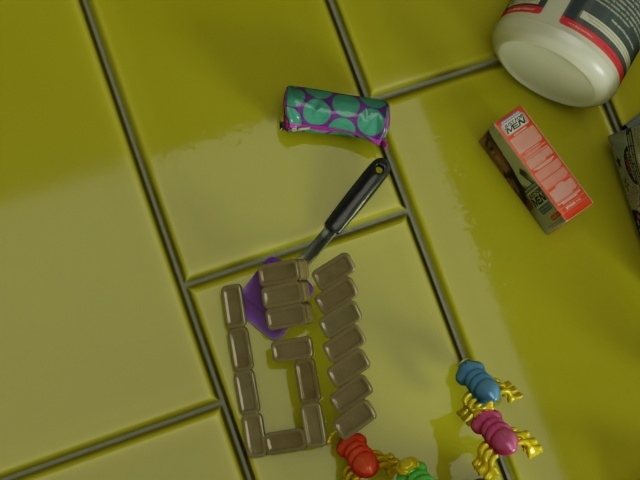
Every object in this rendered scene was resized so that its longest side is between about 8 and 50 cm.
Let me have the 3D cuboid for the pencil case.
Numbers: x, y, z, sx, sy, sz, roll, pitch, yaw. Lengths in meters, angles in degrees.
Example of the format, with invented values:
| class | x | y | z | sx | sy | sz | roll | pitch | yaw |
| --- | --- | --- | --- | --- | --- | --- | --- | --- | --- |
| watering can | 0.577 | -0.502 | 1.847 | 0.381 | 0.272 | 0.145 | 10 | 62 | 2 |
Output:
| class | x | y | z | sx | sy | sz | roll | pitch | yaw |
| --- | --- | --- | --- | --- | --- | --- | --- | --- | --- |
| pencil case | 0.021 | -0.171 | 1.813 | 0.151 | 0.064 | 0.070 | 7 | 62 | -5 |

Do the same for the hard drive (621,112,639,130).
| class | x | y | z | sx | sy | sz | roll | pitch | yaw |
| --- | --- | --- | --- | --- | --- | --- | --- | --- | --- |
| hard drive | 0.516 | -0.166 | 1.891 | 0.135 | 0.022 | 0.094 | -36 | 85 | -12 |

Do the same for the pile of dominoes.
| class | x | y | z | sx | sy | sz | roll | pitch | yaw |
| --- | --- | --- | --- | --- | --- | --- | --- | --- | --- |
| pile of dominoes | -0.023 | 0.150 | 1.728 | 0.196 | 0.040 | 0.251 | -11 | 85 | 22 |

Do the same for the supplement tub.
| class | x | y | z | sx | sy | sz | roll | pitch | yaw |
| --- | --- | --- | --- | --- | --- | --- | --- | --- | --- |
| supplement tub | 0.379 | -0.341 | 1.823 | 0.191 | 0.191 | 0.272 | 31 | 77 | 0 |

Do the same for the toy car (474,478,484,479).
| class | x | y | z | sx | sy | sz | roll | pitch | yaw |
| --- | --- | --- | --- | --- | --- | --- | --- | --- | --- |
| toy car | 0.220 | 0.375 | 1.702 | 0.182 | 0.159 | 0.136 | 11 | 43 | -4 |

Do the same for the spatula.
| class | x | y | z | sx | sy | sz | roll | pitch | yaw |
| --- | --- | --- | --- | --- | --- | --- | --- | --- | --- |
| spatula | 0.000 | 0.000 | 1.794 | 0.084 | 0.030 | 0.296 | 37 | 77 | 9 |

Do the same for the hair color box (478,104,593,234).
| class | x | y | z | sx | sy | sz | roll | pitch | yaw |
| --- | --- | --- | --- | --- | --- | --- | --- | --- | --- |
| hair color box | 0.297 | -0.096 | 1.816 | 0.053 | 0.093 | 0.167 | -33 | 84 | -12 |

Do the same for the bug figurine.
| class | x | y | z | sx | sy | sz | roll | pitch | yaw |
| --- | --- | --- | --- | --- | --- | --- | --- | --- | --- |
| bug figurine | 0.151 | 0.254 | 1.684 | 0.279 | 0.216 | 0.072 | -30 | 121 | -12 |

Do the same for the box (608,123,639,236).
| class | x | y | z | sx | sy | sz | roll | pitch | yaw |
| --- | --- | --- | --- | --- | --- | --- | --- | --- | --- |
| box | 0.521 | -0.059 | 1.795 | 0.163 | 0.142 | 0.247 | -18 | 90 | -9 |
